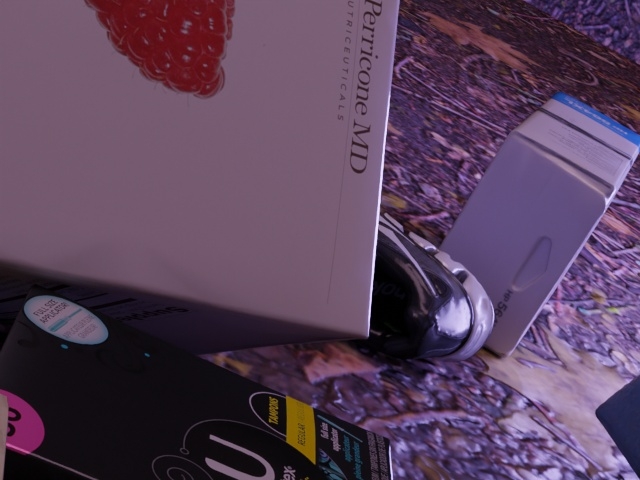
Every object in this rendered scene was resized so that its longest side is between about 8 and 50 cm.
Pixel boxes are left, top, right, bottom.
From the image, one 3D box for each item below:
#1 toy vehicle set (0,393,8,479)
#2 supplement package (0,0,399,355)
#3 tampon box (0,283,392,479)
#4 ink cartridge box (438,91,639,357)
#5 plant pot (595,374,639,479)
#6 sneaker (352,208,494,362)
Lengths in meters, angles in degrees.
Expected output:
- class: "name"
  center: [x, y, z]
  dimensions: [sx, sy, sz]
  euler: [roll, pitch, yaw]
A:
- class: "toy vehicle set"
  center: [-0.234, 0.051, 0.347]
  dimensions: [0.267, 0.166, 0.035]
  euler: [22, 46, -28]
- class: "supplement package"
  center: [-0.133, -0.058, 0.654]
  dimensions: [0.293, 0.177, 0.175]
  euler: [14, -14, -35]
- class: "tampon box"
  center: [-0.064, 0.110, 0.543]
  dimensions: [0.161, 0.101, 0.120]
  euler: [24, 20, -10]
- class: "ink cartridge box"
  center: [0.159, -0.019, 1.073]
  dimensions: [0.086, 0.148, 0.203]
  euler: [33, 20, 9]
- class: "plant pot"
  center: [0.362, 0.146, 0.817]
  dimensions: [0.247, 0.248, 0.252]
  euler: [11, 46, -46]
- class: "sneaker"
  center: [0.000, 0.000, 0.925]
  dimensions: [0.234, 0.078, 0.106]
  euler: [37, 19, 18]
